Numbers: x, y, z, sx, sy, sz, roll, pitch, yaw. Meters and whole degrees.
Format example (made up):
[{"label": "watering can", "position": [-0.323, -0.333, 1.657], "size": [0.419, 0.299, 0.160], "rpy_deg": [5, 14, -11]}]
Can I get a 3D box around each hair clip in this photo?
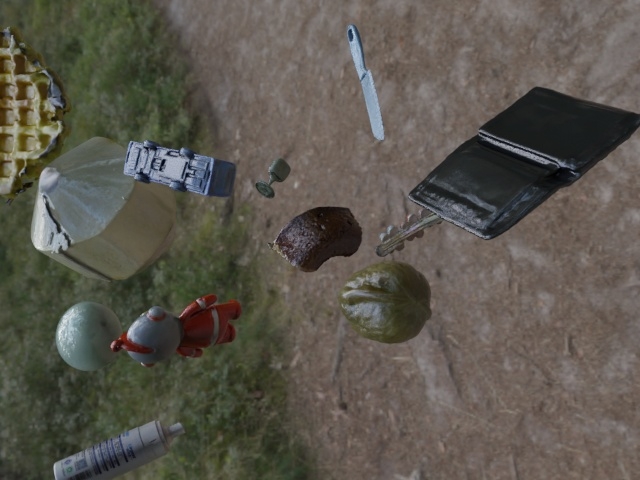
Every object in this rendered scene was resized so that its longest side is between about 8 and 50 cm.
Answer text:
[{"label": "hair clip", "position": [0.202, -0.033, 1.419], "size": [0.062, 0.213, 0.056], "rpy_deg": [63, 177, -21]}]

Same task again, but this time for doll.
[{"label": "doll", "position": [-0.253, 0.163, 1.206], "size": [0.076, 0.245, 0.142], "rpy_deg": [41, 127, 42]}]

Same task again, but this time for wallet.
[{"label": "wallet", "position": [0.323, -0.133, 1.112], "size": [0.323, 0.041, 0.247], "rpy_deg": [-41, 36, -6]}]

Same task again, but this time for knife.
[{"label": "knife", "position": [0.092, -0.321, 1.361], "size": [0.044, 0.019, 0.313], "rpy_deg": [-49, 44, 50]}]

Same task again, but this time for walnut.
[{"label": "walnut", "position": [0.176, 0.172, 1.903], "size": [0.283, 0.282, 0.227], "rpy_deg": [-15, 57, 61]}]

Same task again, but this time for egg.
[{"label": "egg", "position": [-0.657, 0.269, 1.939], "size": [0.264, 0.182, 0.183], "rpy_deg": [112, 150, -54]}]

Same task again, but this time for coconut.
[{"label": "coconut", "position": [-0.481, -0.070, 1.506], "size": [0.323, 0.322, 0.323], "rpy_deg": [-13, 75, 62]}]

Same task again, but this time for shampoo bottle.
[{"label": "shampoo bottle", "position": [-0.473, 0.511, 1.635], "size": [0.092, 0.303, 0.092], "rpy_deg": [158, 90, -76]}]

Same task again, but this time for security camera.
[{"label": "security camera", "position": [-0.108, -0.150, 1.610], "size": [0.092, 0.058, 0.058], "rpy_deg": [-53, 15, -26]}]

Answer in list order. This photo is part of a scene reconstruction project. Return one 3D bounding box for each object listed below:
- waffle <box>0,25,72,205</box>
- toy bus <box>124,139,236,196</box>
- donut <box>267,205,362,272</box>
[{"label": "waffle", "position": [-0.759, -0.291, 1.599], "size": [0.379, 0.095, 0.382], "rpy_deg": [-40, 79, 13]}, {"label": "toy bus", "position": [-0.263, -0.130, 1.264], "size": [0.236, 0.094, 0.079], "rpy_deg": [16, 89, 38]}, {"label": "donut", "position": [-0.007, -0.003, 1.634], "size": [0.126, 0.186, 0.144], "rpy_deg": [50, 126, 38]}]
